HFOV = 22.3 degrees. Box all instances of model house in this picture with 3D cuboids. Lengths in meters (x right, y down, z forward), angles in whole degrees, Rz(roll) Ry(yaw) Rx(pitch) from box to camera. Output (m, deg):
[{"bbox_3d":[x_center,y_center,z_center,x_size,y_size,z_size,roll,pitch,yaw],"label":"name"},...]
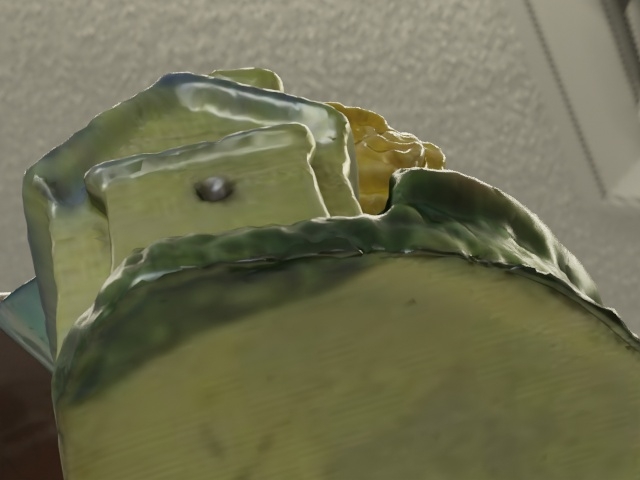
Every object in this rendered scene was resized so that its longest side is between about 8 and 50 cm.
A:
[{"bbox_3d":[0.002,0.065,0.768,0.261,0.266,0.321,-11,-56,-8],"label":"model house"}]

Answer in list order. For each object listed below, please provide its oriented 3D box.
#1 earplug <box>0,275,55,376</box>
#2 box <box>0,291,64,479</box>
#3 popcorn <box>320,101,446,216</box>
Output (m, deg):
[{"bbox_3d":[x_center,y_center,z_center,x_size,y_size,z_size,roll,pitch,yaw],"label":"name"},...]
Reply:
[{"bbox_3d":[-0.089,0.133,1.253,0.324,0.185,0.185,55,-33,-2],"label":"earplug"},{"bbox_3d":[-0.359,0.202,1.748,0.216,0.301,0.301,-14,-26,-15],"label":"box"},{"bbox_3d":[0.000,0.000,0.988,0.170,0.180,0.180,-3,-41,46],"label":"popcorn"}]
